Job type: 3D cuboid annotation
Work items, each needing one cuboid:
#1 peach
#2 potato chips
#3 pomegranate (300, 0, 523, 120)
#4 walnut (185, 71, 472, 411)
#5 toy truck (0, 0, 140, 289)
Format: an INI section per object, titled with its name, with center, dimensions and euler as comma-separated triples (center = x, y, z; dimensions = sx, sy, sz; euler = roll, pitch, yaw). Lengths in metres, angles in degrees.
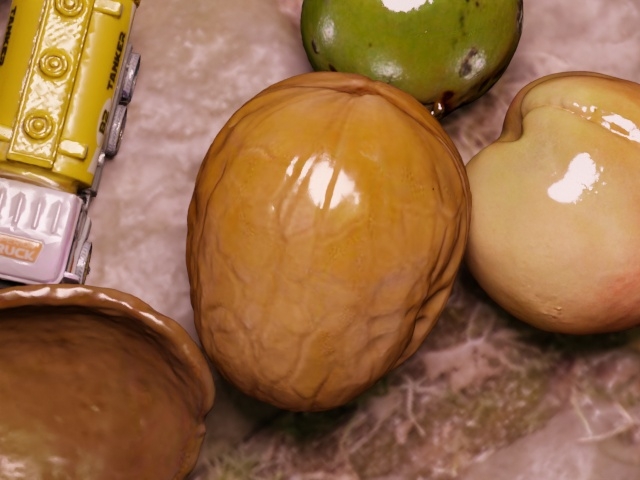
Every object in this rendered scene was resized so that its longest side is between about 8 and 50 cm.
[peach]
center = 0.183, -0.022, 1.049
dimensions = 0.184, 0.184, 0.184
euler = 1, 80, -6
[potato chips]
center = -0.175, 0.104, 1.031
dimensions = 0.208, 0.062, 0.195
euler = -28, 108, 7
[pomegranate]
center = 0.061, -0.178, 1.091
dimensions = 0.156, 0.156, 0.220
euler = -1, 49, -6
[walnut]
center = 0.000, 0.000, 1.002
dimensions = 0.193, 0.226, 0.193
euler = 11, 36, -8
[toy truck]
center = -0.188, -0.073, 1.048
dimensions = 0.098, 0.114, 0.227
euler = 13, 79, -4
